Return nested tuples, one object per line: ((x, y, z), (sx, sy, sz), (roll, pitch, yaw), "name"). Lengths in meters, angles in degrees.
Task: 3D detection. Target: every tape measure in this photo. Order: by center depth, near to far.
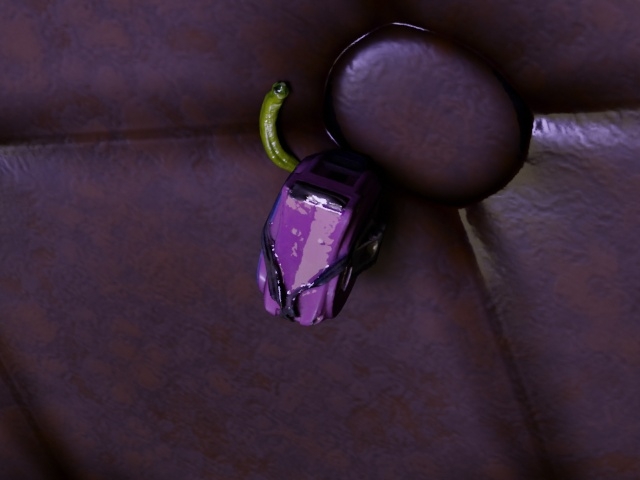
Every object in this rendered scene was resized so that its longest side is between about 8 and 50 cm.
((0.000, 0.000, 1.292), (0.074, 0.125, 0.118), (20, 120, 11), "tape measure")

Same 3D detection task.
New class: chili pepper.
((-0.030, -0.081, 1.310), (0.030, 0.017, 0.083), (12, 133, 15), "chili pepper")
